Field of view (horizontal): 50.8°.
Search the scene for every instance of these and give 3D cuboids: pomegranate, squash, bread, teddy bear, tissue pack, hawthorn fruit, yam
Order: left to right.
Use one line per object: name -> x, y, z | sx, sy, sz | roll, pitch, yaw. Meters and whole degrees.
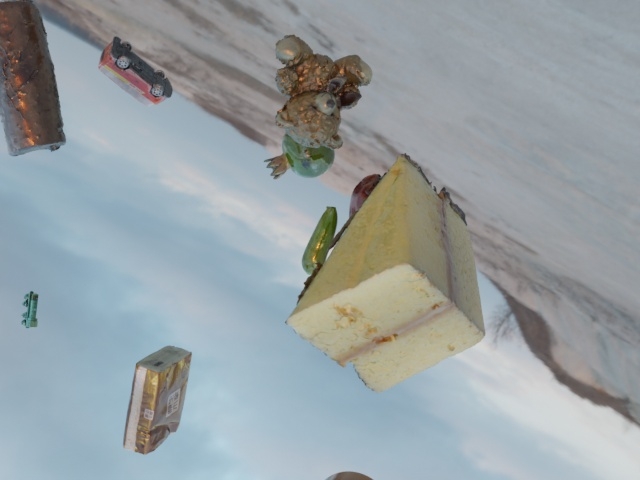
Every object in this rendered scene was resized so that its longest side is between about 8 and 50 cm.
yam -> -0.571, -0.308, 1.300 | 0.131, 0.280, 0.131 | -10, -175, 1
tissue pack -> -0.407, 0.394, 1.683 | 0.091, 0.226, 0.183 | 13, -169, 16
pomegranate -> -0.067, -0.272, 2.127 | 0.187, 0.225, 0.187 | 60, 171, 16
teddy bear -> -0.014, -0.354, 1.687 | 0.267, 0.256, 0.156 | 15, 155, -20
squash -> 0.000, 0.000, 1.857 | 0.066, 0.201, 0.066 | 19, -174, -2
hawthorn fruit -> 0.178, -0.046, 1.841 | 0.211, 0.299, 0.211 | 3, -151, -2
bread -> 0.127, 0.041, 1.176 | 0.346, 0.242, 0.405 | 52, -157, -36

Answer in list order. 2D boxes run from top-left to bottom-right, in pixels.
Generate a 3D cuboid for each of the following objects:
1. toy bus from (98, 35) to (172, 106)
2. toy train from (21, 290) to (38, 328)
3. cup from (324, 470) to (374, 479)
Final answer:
toy bus -> -0.425, -0.379, 1.549 | 0.174, 0.077, 0.079 | 39, -149, -39
toy train -> -0.712, 0.171, 1.656 | 0.045, 0.092, 0.029 | 1, 174, 38
cup -> 0.028, 0.586, 1.296 | 0.182, 0.226, 0.264 | 14, -179, 19
